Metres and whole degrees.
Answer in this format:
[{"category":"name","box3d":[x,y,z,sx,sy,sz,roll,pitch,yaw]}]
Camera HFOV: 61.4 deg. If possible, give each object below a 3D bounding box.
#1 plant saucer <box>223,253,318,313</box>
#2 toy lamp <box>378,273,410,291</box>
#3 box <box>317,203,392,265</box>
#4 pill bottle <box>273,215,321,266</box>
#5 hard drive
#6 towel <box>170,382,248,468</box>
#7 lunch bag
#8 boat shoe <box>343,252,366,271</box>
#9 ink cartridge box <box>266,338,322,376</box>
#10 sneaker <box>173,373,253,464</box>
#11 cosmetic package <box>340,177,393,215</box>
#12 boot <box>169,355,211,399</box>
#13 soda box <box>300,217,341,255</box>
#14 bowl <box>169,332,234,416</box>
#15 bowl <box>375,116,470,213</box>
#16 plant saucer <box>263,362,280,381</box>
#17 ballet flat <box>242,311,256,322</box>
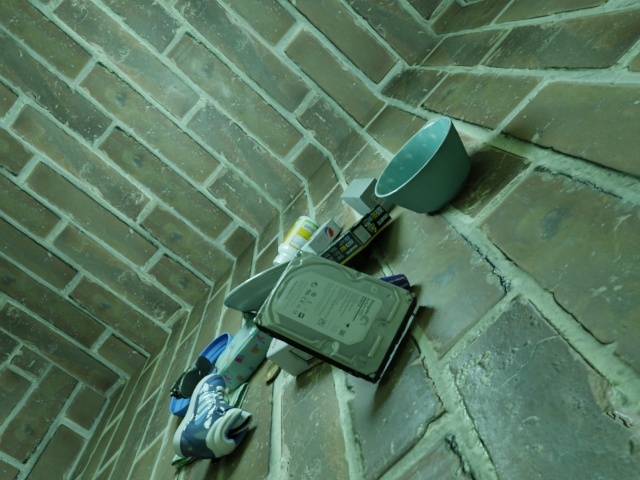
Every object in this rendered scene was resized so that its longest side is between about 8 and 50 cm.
[{"category":"plant saucer","box3d":[-0.165,0.187,2.038,0.400,0.100,0.400,-26,-13,-6]},{"category":"toy lamp","box3d":[0.103,0.166,1.397,0.275,0.080,0.080,-27,15,-4]},{"category":"box","box3d":[0.071,0.030,1.831,0.322,0.079,0.257,-41,2,36]},{"category":"pill bottle","box3d":[-0.098,0.026,2.355,0.245,0.136,0.136,-56,16,-21]},{"category":"hard drive","box3d":[0.035,0.176,1.321,0.237,0.339,0.064,-57,-27,-23]},{"category":"towel","box3d":[-0.391,0.650,1.888,0.325,0.038,0.248,-39,18,37]},{"category":"lunch bag","box3d":[-0.288,0.413,2.023,0.279,0.108,0.224,-50,15,-1]},{"category":"boat shoe","box3d":[0.076,0.121,1.787,0.190,0.068,0.072,-41,0,-11]},{"category":"ink cartridge box","box3d":[-0.012,0.253,1.594,0.278,0.117,0.201,-38,20,37]},{"category":"sneaker","box3d":[-0.298,0.544,1.698,0.236,0.130,0.323,-12,26,20]},{"category":"cosmetic package","box3d":[0.177,-0.161,2.038,0.107,0.127,0.238,-52,13,-8]},{"category":"boot","box3d":[-0.518,0.567,2.076,0.178,0.085,0.236,-47,9,20]},{"category":"soda box","box3d":[0.000,0.000,2.196,0.074,0.069,0.216,-37,8,43]},{"category":"bowl","box3d":[-0.478,0.569,2.262,0.391,0.077,0.391,-46,16,17]},{"category":"bowl","box3d":[0.328,-0.201,1.624,0.311,0.163,0.311,-45,15,16]},{"category":"plant saucer","box3d":[-0.158,0.433,1.779,0.083,0.015,0.083,-46,16,17]},{"category":"ballet flat","box3d":[-0.272,0.321,2.186,0.070,0.070,0.188,-49,-20,2]}]
